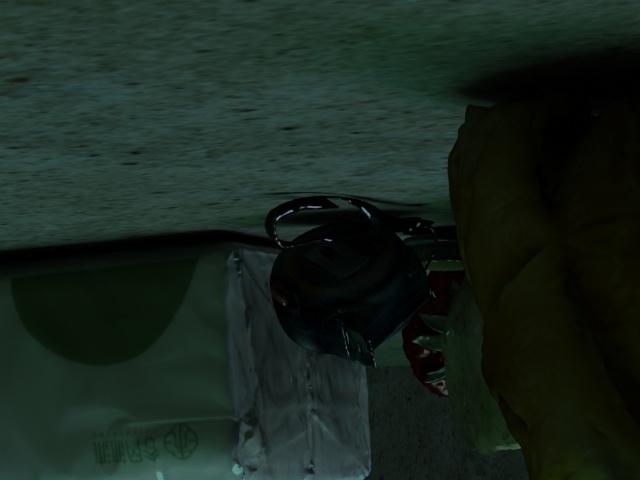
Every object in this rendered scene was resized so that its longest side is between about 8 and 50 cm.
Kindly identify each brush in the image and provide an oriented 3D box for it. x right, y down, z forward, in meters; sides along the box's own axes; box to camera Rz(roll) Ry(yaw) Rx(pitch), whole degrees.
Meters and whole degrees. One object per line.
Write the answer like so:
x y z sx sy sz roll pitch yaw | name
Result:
0.183 0.006 1.492 0.266 0.027 0.062 -1 174 -25 | brush

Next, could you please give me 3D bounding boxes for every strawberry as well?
0.129 0.059 1.646 0.131 0.148 0.131 1 132 1 | strawberry

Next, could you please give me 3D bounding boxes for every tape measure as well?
0.002 -0.004 1.279 0.107 0.104 0.180 20 154 35 | tape measure

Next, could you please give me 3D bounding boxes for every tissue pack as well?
-0.170 0.112 1.521 0.356 0.194 0.266 -6 171 22 | tissue pack

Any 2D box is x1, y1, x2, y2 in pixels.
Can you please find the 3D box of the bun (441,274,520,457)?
0.198 0.052 1.343 0.259 0.152 0.259 -15 172 -2 | bun

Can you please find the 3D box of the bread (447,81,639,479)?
0.145 0.042 0.861 0.120 0.236 0.198 -27 146 27 | bread
